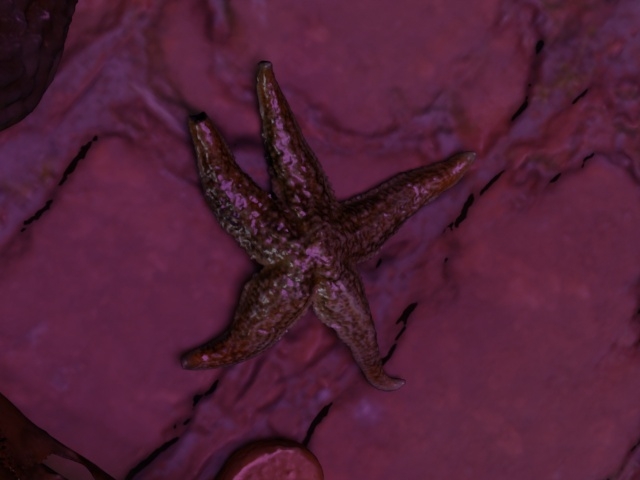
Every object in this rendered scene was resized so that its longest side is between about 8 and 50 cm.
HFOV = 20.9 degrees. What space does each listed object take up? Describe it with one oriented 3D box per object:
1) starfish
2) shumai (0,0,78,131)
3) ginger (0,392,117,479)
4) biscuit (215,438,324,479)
[{"bbox_3d":[0.001,0.000,1.023,0.217,0.050,0.223,-37,116,-17],"label":"starfish"},{"bbox_3d":[-0.224,-0.119,0.866,0.153,0.209,0.161,-13,99,29],"label":"shumai"},{"bbox_3d":[-0.169,0.138,0.942,0.309,0.107,0.133,39,116,-8],"label":"ginger"},{"bbox_3d":[-0.037,0.253,1.065,0.165,0.036,0.250,-25,105,-11],"label":"biscuit"}]
